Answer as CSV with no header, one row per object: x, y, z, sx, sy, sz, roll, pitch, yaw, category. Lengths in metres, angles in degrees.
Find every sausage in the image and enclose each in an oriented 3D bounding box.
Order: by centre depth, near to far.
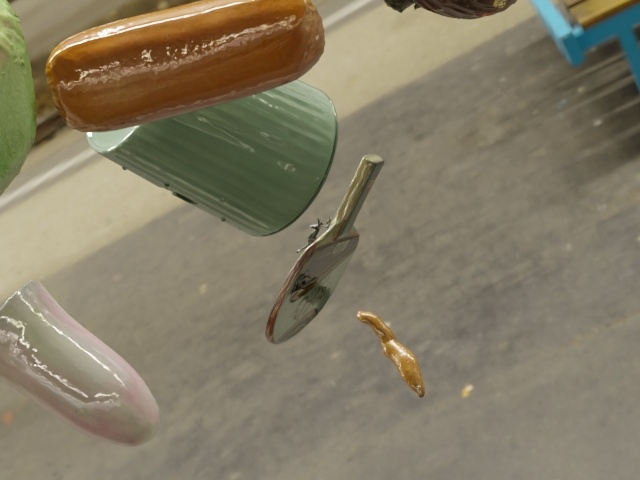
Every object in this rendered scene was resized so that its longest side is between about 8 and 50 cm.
-0.130,-0.180,1.052,0.274,0.105,0.105,-16,24,-6,sausage

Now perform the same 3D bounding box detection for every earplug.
-0.383,0.219,1.685,0.172,0.301,0.172,-53,0,0,earplug

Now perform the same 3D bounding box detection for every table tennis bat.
0.010,0.016,1.439,0.173,0.022,0.301,-19,-40,-59,table tennis bat

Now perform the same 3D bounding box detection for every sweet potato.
0.119,0.176,1.704,0.044,0.044,0.179,-34,62,-3,sweet potato

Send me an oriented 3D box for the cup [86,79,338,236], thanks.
-0.224,-0.208,1.997,0.401,0.392,0.310,-2,69,50,cup

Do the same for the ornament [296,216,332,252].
0.000,0.000,2.448,0.125,0.073,0.028,-59,3,25,ornament

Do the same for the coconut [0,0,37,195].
-0.464,-0.146,1.201,0.281,0.329,0.328,6,15,-20,coconut

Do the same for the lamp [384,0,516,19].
0.158,-0.382,1.317,0.247,0.247,0.247,-26,26,14,lamp
